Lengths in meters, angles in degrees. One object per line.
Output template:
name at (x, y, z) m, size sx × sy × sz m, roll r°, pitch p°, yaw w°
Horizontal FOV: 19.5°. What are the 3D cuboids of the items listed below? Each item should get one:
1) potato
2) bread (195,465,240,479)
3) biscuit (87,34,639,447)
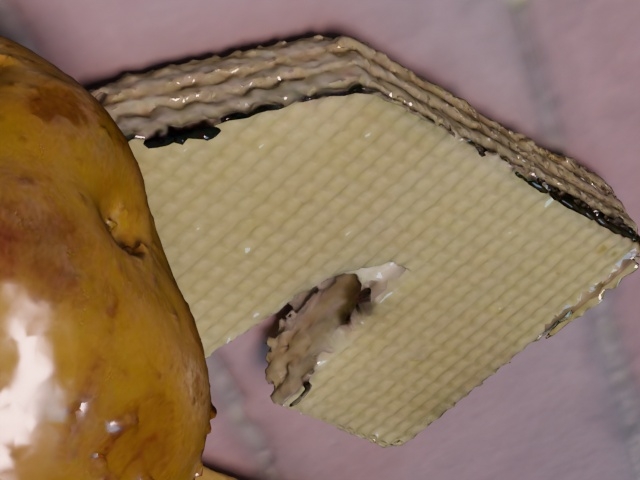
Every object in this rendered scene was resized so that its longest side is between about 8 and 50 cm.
potato at (-0.185, 0.091, 0.587) m, size 0.195 × 0.176 × 0.369 m, roll 22°, pitch 127°, yaw -35°
bread at (-0.065, 0.198, 0.770) m, size 0.264 × 0.167 × 0.163 m, roll 26°, pitch 117°, yaw -34°
biscuit at (0.000, 0.000, 0.690) m, size 0.147 × 0.046 × 0.250 m, roll -43°, pitch 140°, yaw 22°
